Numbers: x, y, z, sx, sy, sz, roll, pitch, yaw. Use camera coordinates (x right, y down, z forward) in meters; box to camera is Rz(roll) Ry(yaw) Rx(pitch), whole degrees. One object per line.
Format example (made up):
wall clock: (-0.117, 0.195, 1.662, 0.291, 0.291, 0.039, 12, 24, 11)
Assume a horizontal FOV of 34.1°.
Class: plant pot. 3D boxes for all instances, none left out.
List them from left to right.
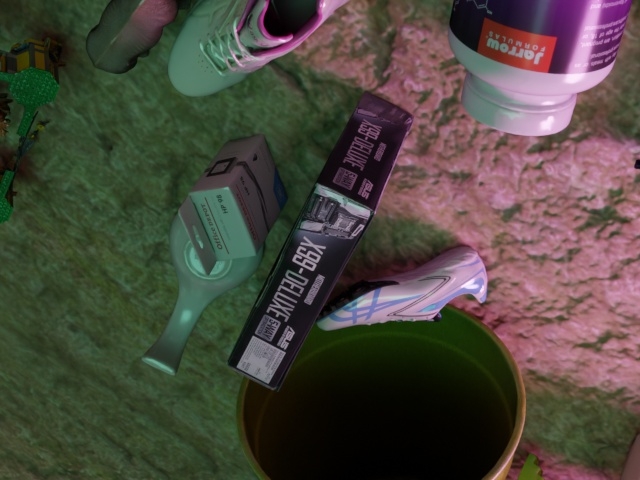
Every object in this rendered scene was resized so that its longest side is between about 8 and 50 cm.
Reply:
plant pot: (0.094, 0.323, 1.438, 0.366, 0.366, 0.353, 5, 135, 15)

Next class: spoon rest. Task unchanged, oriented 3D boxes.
spoon rest: (-0.177, 0.060, 1.499, 0.137, 0.084, 0.276, 27, 113, -2)

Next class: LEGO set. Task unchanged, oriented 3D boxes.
LEGO set: (-0.486, -0.195, 1.393, 0.255, 0.192, 0.331, 5, 133, -22)

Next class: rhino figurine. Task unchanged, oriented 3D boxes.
rhino figurine: (-0.200, -0.284, 1.235, 0.073, 0.106, 0.243, 45, 132, -6)

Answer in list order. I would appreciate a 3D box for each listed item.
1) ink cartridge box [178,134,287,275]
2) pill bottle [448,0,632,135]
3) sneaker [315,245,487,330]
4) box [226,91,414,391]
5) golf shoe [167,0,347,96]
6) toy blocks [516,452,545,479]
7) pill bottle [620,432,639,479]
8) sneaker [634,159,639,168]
ink cartridge box: (-0.108, -0.046, 1.332, 0.060, 0.180, 0.104, -9, 120, 22)
pill bottle: (0.234, -0.277, 1.072, 0.181, 0.181, 0.323, 13, 125, 9)
sneaker: (0.107, 0.081, 1.379, 0.237, 0.085, 0.086, -19, 98, 8)
box: (0.000, 0.000, 1.291, 0.076, 0.242, 0.307, 27, 125, -1)
golf shoe: (-0.084, -0.252, 1.217, 0.306, 0.140, 0.115, -32, 109, 33)
toy blocks: (0.336, 0.533, 1.460, 0.261, 0.381, 0.191, 23, 168, 24)
pill bottle: (0.556, 0.360, 1.401, 0.283, 0.161, 0.161, 17, 125, 7)
sneaker: (0.422, -0.154, 1.158, 0.098, 0.083, 0.224, 18, 126, 12)
